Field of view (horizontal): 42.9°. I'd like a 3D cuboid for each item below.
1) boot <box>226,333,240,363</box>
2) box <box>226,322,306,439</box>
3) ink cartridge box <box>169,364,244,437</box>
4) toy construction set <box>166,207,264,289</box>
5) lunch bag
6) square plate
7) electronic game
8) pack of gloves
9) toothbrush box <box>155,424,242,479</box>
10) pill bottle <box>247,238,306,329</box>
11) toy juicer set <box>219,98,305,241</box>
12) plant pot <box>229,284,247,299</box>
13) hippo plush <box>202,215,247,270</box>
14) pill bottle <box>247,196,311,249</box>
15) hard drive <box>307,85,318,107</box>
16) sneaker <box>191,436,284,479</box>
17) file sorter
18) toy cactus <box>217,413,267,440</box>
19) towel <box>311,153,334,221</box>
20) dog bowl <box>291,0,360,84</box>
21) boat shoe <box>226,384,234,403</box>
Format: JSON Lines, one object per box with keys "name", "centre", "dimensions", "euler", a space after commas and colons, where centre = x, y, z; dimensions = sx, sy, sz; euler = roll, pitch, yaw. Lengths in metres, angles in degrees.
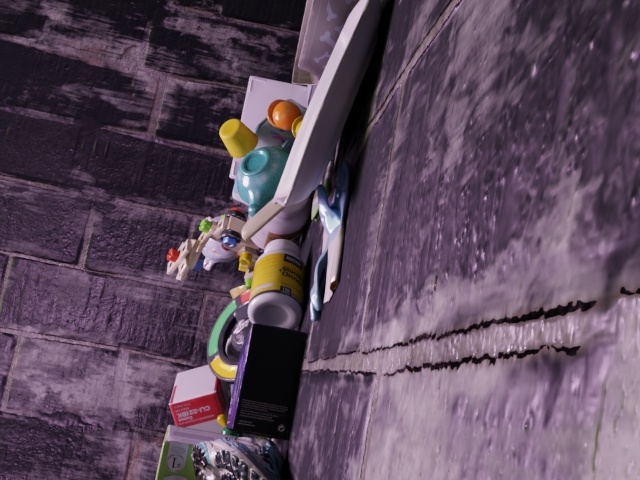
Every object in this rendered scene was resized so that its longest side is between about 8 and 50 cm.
{"name": "boot", "centre": [-0.140, 0.176, 1.849], "dimensions": [0.258, 0.095, 0.123], "euler": [-64, -8, -64]}
{"name": "box", "centre": [-0.104, 0.262, 1.482], "dimensions": [0.261, 0.103, 0.184], "euler": [123, 160, -74]}
{"name": "ink cartridge box", "centre": [-0.251, 0.450, 1.891], "dimensions": [0.197, 0.114, 0.272], "euler": [-109, 3, -78]}
{"name": "toy construction set", "centre": [-0.201, 0.030, 1.960], "dimensions": [0.215, 0.328, 0.151], "euler": [-31, 57, 50]}
{"name": "lunch bag", "centre": [-0.106, -0.204, 1.980], "dimensions": [0.279, 0.108, 0.224], "euler": [-55, -10, -54]}
{"name": "square plate", "centre": [0.010, -0.210, 1.327], "dimensions": [0.347, 0.049, 0.344], "euler": [-152, 84, -83]}
{"name": "electronic game", "centre": [-0.151, 0.196, 1.722], "dimensions": [0.229, 0.048, 0.229], "euler": [-25, 45, 27]}
{"name": "pack of gloves", "centre": [0.000, 0.000, 1.268], "dimensions": [0.195, 0.046, 0.232], "euler": [114, 167, -59]}
{"name": "toothbrush box", "centre": [-0.208, 0.501, 1.477], "dimensions": [0.122, 0.206, 0.283], "euler": [-176, 96, -83]}
{"name": "pill bottle", "centre": [-0.080, 0.083, 1.563], "dimensions": [0.184, 0.103, 0.103], "euler": [-87, 10, -50]}
{"name": "toy juicer set", "centre": [-0.077, -0.147, 1.606], "dimensions": [0.089, 0.209, 0.329], "euler": [52, -165, -47]}
{"name": "plant pot", "centre": [-0.166, 0.165, 2.170], "dimensions": [0.134, 0.134, 0.095], "euler": [130, 127, -77]}
{"name": "hippo plush", "centre": [-0.211, -0.026, 2.251], "dimensions": [0.294, 0.237, 0.234], "euler": [138, 138, -79]}
{"name": "pill bottle", "centre": [-0.088, -0.068, 1.774], "dimensions": [0.229, 0.131, 0.131], "euler": [116, 164, -69]}
{"name": "hard drive", "centre": [0.010, -0.490, 2.064], "dimensions": [0.353, 0.047, 0.233], "euler": [-93, 15, -64]}
{"name": "sneaker", "centre": [-0.107, 0.358, 1.294], "dimensions": [0.283, 0.122, 0.110], "euler": [1, 103, 61]}
{"name": "file sorter", "centre": [-0.122, -0.275, 2.217], "dimensions": [0.173, 0.193, 0.277], "euler": [133, 148, -84]}
{"name": "toy cactus", "centre": [-0.183, 0.435, 1.625], "dimensions": [0.180, 0.112, 0.218], "euler": [4, -90, -54]}
{"name": "towel", "centre": [0.004, -0.127, 1.556], "dimensions": [0.113, 0.023, 0.152], "euler": [110, 169, -58]}
{"name": "dog bowl", "centre": [0.026, -0.476, 1.643], "dimensions": [0.349, 0.102, 0.348], "euler": [-168, 90, -84]}
{"name": "boat shoe", "centre": [-0.163, 0.337, 1.865], "dimensions": [0.319, 0.099, 0.116], "euler": [129, 152, -77]}
